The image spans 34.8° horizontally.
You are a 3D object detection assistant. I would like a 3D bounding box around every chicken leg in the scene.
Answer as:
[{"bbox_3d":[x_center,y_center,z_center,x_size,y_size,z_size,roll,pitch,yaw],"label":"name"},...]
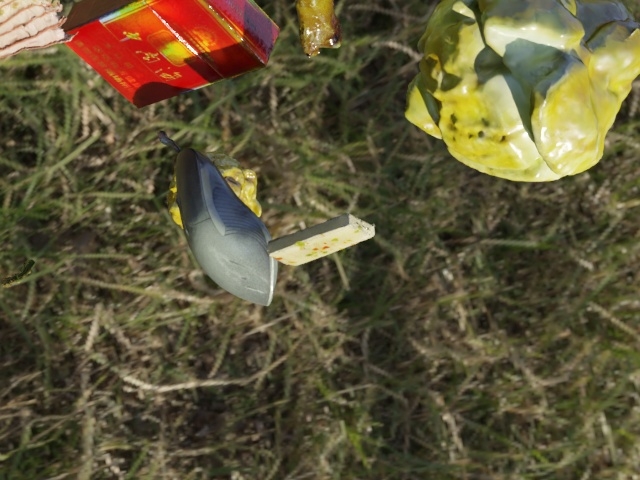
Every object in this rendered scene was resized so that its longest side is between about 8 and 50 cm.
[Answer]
[{"bbox_3d":[-0.034,-0.461,1.747,0.211,0.140,0.361,-40,137,-37],"label":"chicken leg"}]

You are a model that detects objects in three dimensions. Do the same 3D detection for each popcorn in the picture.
[{"bbox_3d":[0.247,-0.208,1.199,0.276,0.225,0.276,-7,102,-38],"label":"popcorn"},{"bbox_3d":[-0.222,-0.092,2.100,0.197,0.155,0.197,-21,124,-36],"label":"popcorn"}]

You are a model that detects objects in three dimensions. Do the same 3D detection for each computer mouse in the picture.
[{"bbox_3d":[-0.192,-0.042,1.671,0.090,0.167,0.379,-23,62,-27],"label":"computer mouse"}]

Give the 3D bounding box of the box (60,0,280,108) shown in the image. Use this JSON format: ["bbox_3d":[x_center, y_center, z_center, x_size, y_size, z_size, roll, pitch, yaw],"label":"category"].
[{"bbox_3d":[-0.248,-0.335,1.654,0.197,0.313,0.089,44,51,-36],"label":"box"}]

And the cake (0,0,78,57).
[{"bbox_3d":[-0.443,-0.332,1.496,0.135,0.287,0.098,-49,125,-34],"label":"cake"}]

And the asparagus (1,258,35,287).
[{"bbox_3d":[-0.383,0.044,1.290,0.016,0.163,0.016,0,98,-3],"label":"asparagus"}]

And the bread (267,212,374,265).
[{"bbox_3d":[0.000,0.000,1.462,0.068,0.154,0.028,26,52,-50],"label":"bread"}]
